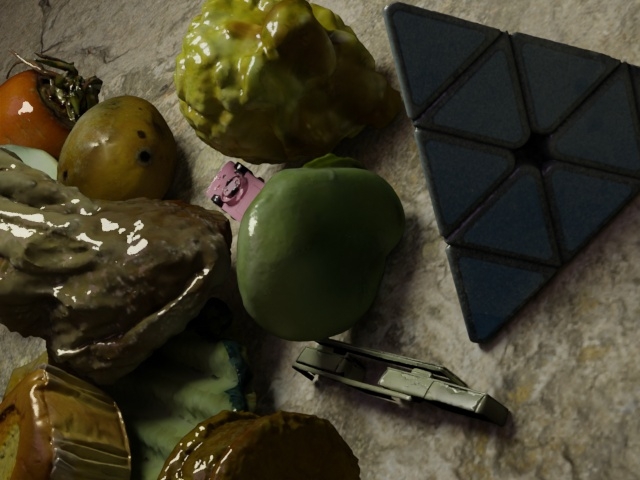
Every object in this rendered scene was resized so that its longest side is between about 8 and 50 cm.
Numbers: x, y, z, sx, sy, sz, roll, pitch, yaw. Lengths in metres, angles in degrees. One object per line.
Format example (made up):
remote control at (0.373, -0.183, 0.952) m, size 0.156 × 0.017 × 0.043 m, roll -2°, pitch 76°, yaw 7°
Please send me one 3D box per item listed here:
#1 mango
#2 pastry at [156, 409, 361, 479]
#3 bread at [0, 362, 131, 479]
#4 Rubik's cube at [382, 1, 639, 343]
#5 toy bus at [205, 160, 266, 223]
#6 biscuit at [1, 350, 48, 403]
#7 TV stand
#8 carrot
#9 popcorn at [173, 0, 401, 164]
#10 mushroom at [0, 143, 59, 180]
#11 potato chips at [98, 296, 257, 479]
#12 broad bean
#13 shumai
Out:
mango at (-0.295, -0.122, 1.467) m, size 0.176 × 0.176 × 0.329 m, roll -14°, pitch 18°, yaw 0°
pastry at (-0.054, 0.232, 0.837) m, size 0.103 × 0.188 × 0.189 m, roll -4°, pitch 55°, yaw 43°
bread at (-0.316, 0.272, 1.058) m, size 0.288 × 0.119 × 0.153 m, roll -50°, pitch 41°, yaw 25°
Rubik's cube at (0.176, -0.091, 0.906) m, size 0.233 × 0.229 × 0.228 m, roll -29°, pitch 65°, yaw -35°
toy bus at (-0.062, -0.030, 1.162) m, size 0.063 × 0.090 × 0.203 m, roll -54°, pitch 35°, yaw 1°
biscuit at (-0.362, 0.151, 1.385) m, size 0.174 × 0.039 × 0.183 m, roll -17°, pitch 46°, yaw 42°
TV stand at (0.067, 0.127, 0.914) m, size 0.249 × 0.036 × 0.042 m, roll 7°, pitch 62°, yaw 51°
carrot at (-0.480, -0.187, 1.693) m, size 0.331 × 0.193 × 0.214 m, roll -31°, pitch 62°, yaw 27°
popcorn at (-0.034, -0.188, 1.170) m, size 0.251 × 0.237 × 0.206 m, roll 11°, pitch 82°, yaw 20°
mushroom at (-0.465, -0.015, 1.541) m, size 0.267 × 0.189 × 0.164 m, roll 43°, pitch 137°, yaw 32°
potato chips at (-0.189, 0.225, 1.095) m, size 0.429 × 0.070 × 0.359 m, roll 9°, pitch 70°, yaw 55°
broad bean at (0.000, 0.000, 0.992) m, size 0.100 × 0.169 × 0.228 m, roll -21°, pitch 34°, yaw 39°
shumai at (-0.261, -0.003, 1.106) m, size 0.314 × 0.262 × 0.267 m, roll -17°, pitch 35°, yaw 49°
